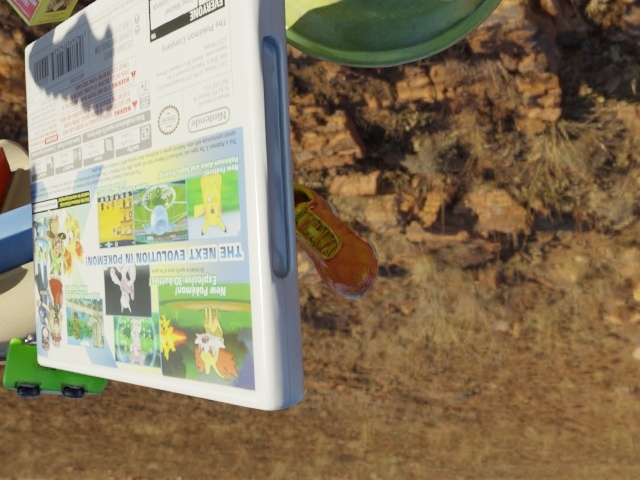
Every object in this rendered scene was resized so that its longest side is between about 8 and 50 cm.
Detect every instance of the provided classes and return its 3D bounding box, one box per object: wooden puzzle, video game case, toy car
[{"bbox_3d":[-0.454,0.001,0.767,0.322,0.348,0.080,-27,142,-31],"label":"wooden puzzle"},{"bbox_3d":[-0.142,-0.042,0.495,0.329,0.300,0.036,-4,178,44],"label":"video game case"},{"bbox_3d":[-0.321,0.122,0.626,0.225,0.239,0.053,7,160,-16],"label":"toy car"}]

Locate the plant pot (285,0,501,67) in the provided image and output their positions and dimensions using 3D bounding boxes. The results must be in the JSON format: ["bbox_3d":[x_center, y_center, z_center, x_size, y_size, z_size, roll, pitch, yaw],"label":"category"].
[{"bbox_3d":[0.045,-0.313,0.484,0.276,0.276,0.254,1,169,3],"label":"plant pot"}]

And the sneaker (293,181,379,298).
[{"bbox_3d":[0.000,0.000,0.647,0.067,0.175,0.064,30,101,-38],"label":"sneaker"}]

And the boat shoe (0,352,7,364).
[{"bbox_3d":[-0.469,0.096,0.844,0.342,0.123,0.123,8,-179,-38],"label":"boat shoe"}]

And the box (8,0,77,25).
[{"bbox_3d":[-0.249,-0.325,0.631,0.232,0.058,0.087,-37,93,37],"label":"box"}]
